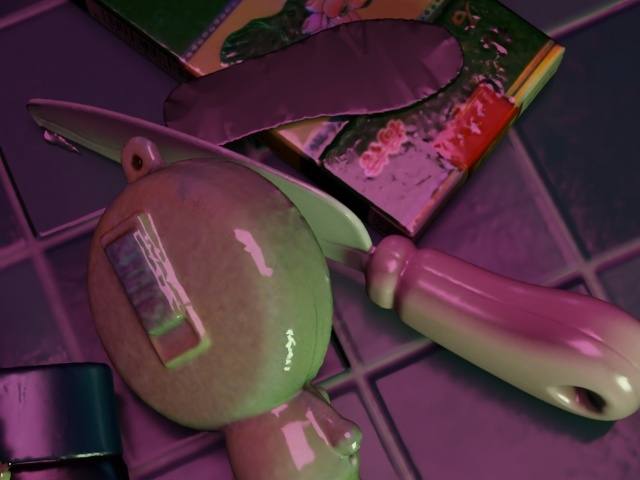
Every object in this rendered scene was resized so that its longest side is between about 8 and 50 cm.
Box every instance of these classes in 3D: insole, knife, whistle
[{"bbox_3d":[-0.003,-0.078,0.709,0.153,0.002,0.053,-18,74,-5],"label":"insole"},{"bbox_3d":[0.001,-0.001,0.679,0.336,0.081,0.043,24,68,7],"label":"knife"},{"bbox_3d":[-0.031,0.069,0.648,0.067,0.126,0.258,-25,86,-49],"label":"whistle"}]

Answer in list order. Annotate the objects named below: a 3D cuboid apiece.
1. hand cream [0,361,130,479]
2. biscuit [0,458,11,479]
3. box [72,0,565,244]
[{"bbox_3d":[-0.124,0.192,0.636,0.120,0.061,0.270,-6,79,-6],"label":"hand cream"},{"bbox_3d":[-0.190,0.114,0.630,0.144,0.016,0.203,-39,63,20],"label":"biscuit"},{"bbox_3d":[-0.007,-0.114,0.741,0.235,0.034,0.132,38,76,10],"label":"box"}]
